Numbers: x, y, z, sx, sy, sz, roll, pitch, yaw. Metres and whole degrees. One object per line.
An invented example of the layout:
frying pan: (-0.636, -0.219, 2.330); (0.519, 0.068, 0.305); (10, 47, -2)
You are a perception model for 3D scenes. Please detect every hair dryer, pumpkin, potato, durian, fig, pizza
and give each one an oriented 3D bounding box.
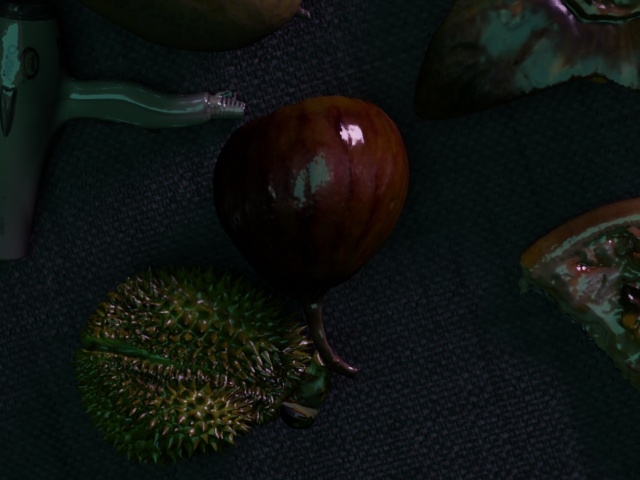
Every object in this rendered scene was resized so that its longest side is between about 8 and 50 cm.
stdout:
hair dryer: (-0.205, -0.071, 1.447); (0.225, 0.088, 0.219); (26, 110, -11)
pumpkin: (0.215, -0.213, 1.328); (0.258, 0.095, 0.290); (11, 97, 12)
potato: (-0.112, -0.241, 1.351); (0.251, 0.159, 0.174); (37, 127, -6)
durian: (-0.101, 0.092, 1.411); (0.198, 0.146, 0.159); (-17, 96, -3)
fig: (-0.016, -0.023, 1.367); (0.149, 0.148, 0.202); (39, 105, 47)
pizza: (0.259, 0.063, 1.389); (0.185, 0.052, 0.195); (-18, 96, 15)
